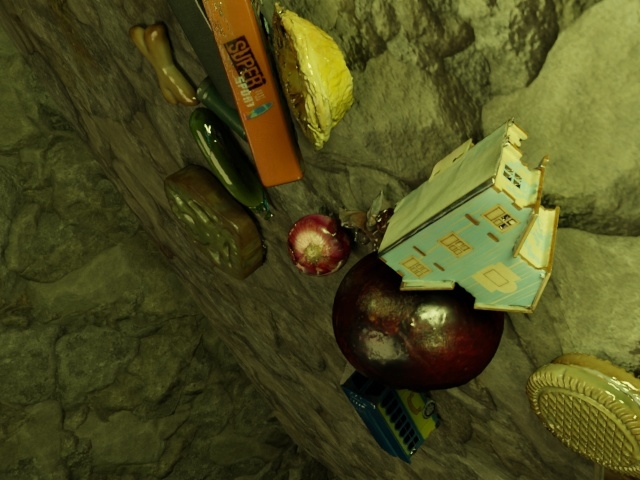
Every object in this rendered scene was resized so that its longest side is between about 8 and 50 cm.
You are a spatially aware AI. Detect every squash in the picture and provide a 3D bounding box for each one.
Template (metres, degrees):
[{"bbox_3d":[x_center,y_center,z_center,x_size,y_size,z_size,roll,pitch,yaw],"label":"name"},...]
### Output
[{"bbox_3d":[-0.223,-0.182,1.543,0.087,0.087,0.331,7,136,57],"label":"squash"}]

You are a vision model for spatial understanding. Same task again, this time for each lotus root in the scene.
[{"bbox_3d":[-0.313,-0.052,1.887,0.375,0.111,0.391,1,127,54],"label":"lotus root"}]

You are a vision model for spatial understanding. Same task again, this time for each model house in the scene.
[{"bbox_3d":[0.239,-0.013,0.865,0.206,0.178,0.271,38,136,-12],"label":"model house"}]

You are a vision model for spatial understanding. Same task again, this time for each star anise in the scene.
[{"bbox_3d":[0.120,-0.010,1.221,0.172,0.063,0.208,52,157,-11],"label":"star anise"}]

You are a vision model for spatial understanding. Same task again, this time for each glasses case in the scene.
[{"bbox_3d":[-0.201,-0.400,1.170,0.131,0.074,0.323,14,139,52],"label":"glasses case"}]

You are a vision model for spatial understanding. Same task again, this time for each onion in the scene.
[{"bbox_3d":[0.000,0.000,1.423,0.150,0.140,0.150,5,115,10],"label":"onion"}]

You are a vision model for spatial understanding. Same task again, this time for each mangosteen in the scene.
[{"bbox_3d":[0.167,0.116,1.084,0.297,0.297,0.293,136,136,-67],"label":"mangosteen"}]

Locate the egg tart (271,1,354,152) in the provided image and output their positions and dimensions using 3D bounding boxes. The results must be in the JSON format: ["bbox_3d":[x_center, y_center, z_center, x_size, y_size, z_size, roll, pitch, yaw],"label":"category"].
[{"bbox_3d":[-0.011,-0.266,1.009,0.232,0.098,0.252,-122,13,-48],"label":"egg tart"}]

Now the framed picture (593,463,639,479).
[{"bbox_3d":[0.635,0.531,1.206,0.211,0.020,0.290,28,150,41],"label":"framed picture"}]

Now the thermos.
[{"bbox_3d":[-0.175,-0.278,1.334,0.187,0.083,0.073,43,178,10],"label":"thermos"}]

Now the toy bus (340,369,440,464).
[{"bbox_3d":[0.192,0.438,1.642,0.138,0.175,0.288,20,147,48],"label":"toy bus"}]

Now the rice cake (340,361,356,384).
[{"bbox_3d":[0.112,0.364,1.814,0.064,0.070,0.399,38,156,14],"label":"rice cake"}]

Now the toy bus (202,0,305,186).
[{"bbox_3d":[-0.117,-0.282,1.111,0.092,0.093,0.409,-90,-15,-58],"label":"toy bus"}]

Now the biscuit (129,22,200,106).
[{"bbox_3d":[-0.378,-0.420,1.492,0.164,0.047,0.208,18,142,49],"label":"biscuit"}]

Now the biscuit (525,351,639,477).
[{"bbox_3d":[0.474,0.297,1.047,0.259,0.079,0.259,39,155,22],"label":"biscuit"}]
